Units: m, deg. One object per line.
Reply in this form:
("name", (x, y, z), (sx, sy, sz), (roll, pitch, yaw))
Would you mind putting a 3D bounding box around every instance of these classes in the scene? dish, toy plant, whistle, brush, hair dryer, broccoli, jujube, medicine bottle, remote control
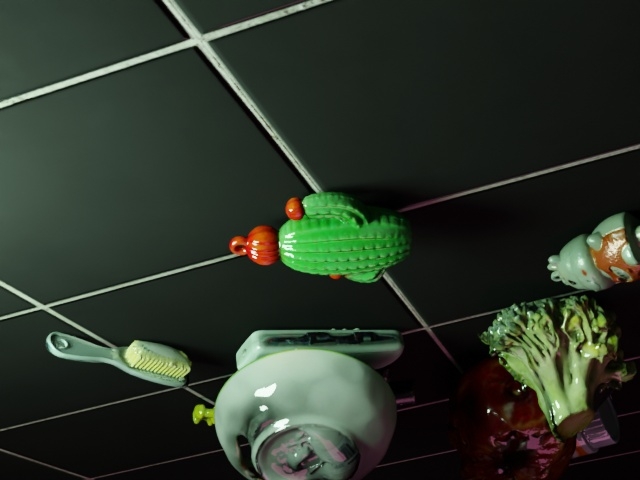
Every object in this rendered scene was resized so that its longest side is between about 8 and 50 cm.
("dish", (-0.025, 0.344, 1.804), (0.324, 0.124, 0.324), (-1, 126, -2))
("toy plant", (0.010, -0.007, 1.441), (0.240, 0.088, 0.154), (15, 136, -20))
("whistle", (0.460, 0.016, 1.606), (0.253, 0.105, 0.102), (-29, 164, 38))
("brush", (-0.328, 0.192, 1.790), (0.297, 0.068, 0.060), (20, 123, -42))
("hair dryer", (0.105, 0.303, 2.167), (0.173, 0.050, 0.195), (-11, 150, 3))
("broccoli", (0.428, 0.217, 1.847), (0.288, 0.245, 0.248), (-6, 146, -17))
("jujube", (0.398, 0.384, 2.175), (0.277, 0.276, 0.377), (-9, 153, 1))
("medicine bottle", (0.528, 0.445, 2.455), (0.318, 0.158, 0.158), (-22, 151, 27))
("remote control", (0.004, 0.199, 1.898), (0.296, 0.056, 0.140), (1, 157, -20))

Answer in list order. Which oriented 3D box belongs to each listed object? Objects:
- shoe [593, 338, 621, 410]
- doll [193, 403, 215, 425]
("shoe", (0.556, 0.257, 2.158), (0.108, 0.093, 0.241), (-41, 144, -25))
("doll", (-0.080, 0.355, 2.127), (0.346, 0.098, 0.341), (-25, 141, 37))
